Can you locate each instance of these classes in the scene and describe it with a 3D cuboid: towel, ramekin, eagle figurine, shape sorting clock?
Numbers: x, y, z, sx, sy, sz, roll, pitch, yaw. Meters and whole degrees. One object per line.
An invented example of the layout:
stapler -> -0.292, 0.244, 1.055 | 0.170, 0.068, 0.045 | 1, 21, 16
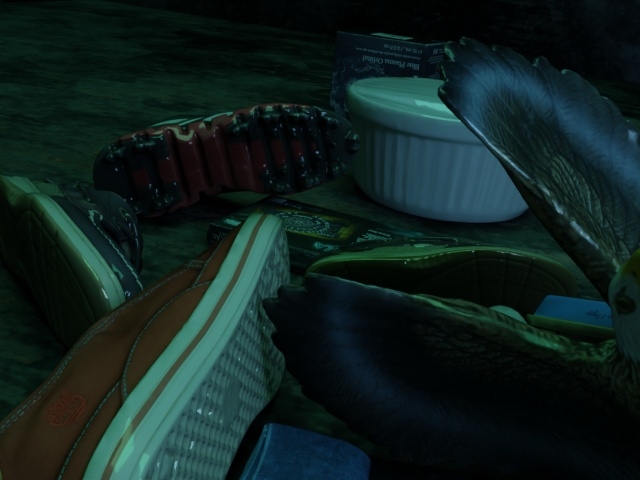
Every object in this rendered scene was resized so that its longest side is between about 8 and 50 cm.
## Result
towel -> -0.014, 0.138, 0.410 | 0.067, 0.029, 0.119 | 11, 21, 10
ramekin -> 0.159, -0.115, 1.001 | 0.272, 0.127, 0.273 | 6, 20, -2
eagle figurine -> 0.149, 0.048, 0.411 | 0.226, 0.225, 0.298 | -25, 41, -33
shape sorting clock -> 0.249, 0.076, 0.569 | 0.206, 0.040, 0.206 | 14, -4, 1

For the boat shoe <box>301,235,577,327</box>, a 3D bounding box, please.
boat shoe -> 0.094, 0.029, 0.663 | 0.223, 0.080, 0.073 | 0, 26, -4

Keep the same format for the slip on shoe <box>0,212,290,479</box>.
slip on shoe -> -0.084, 0.066, 0.472 | 0.101, 0.123, 0.331 | 5, 24, 12

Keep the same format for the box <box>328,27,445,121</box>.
box -> 0.104, -0.249, 1.298 | 0.155, 0.158, 0.093 | 14, 21, 23

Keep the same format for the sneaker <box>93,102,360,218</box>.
sneaker -> -0.098, -0.095, 0.867 | 0.275, 0.098, 0.135 | -10, 16, -2

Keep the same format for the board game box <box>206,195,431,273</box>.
board game box -> 0.000, 0.000, 0.790 | 0.186, 0.026, 0.126 | 16, 23, 23

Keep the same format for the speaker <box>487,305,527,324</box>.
speaker -> 0.082, 0.082, 0.553 | 0.136, 0.055, 0.055 | -8, 25, -35

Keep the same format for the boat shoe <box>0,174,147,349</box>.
boat shoe -> -0.183, 0.003, 0.626 | 0.092, 0.103, 0.285 | -13, 21, -31
